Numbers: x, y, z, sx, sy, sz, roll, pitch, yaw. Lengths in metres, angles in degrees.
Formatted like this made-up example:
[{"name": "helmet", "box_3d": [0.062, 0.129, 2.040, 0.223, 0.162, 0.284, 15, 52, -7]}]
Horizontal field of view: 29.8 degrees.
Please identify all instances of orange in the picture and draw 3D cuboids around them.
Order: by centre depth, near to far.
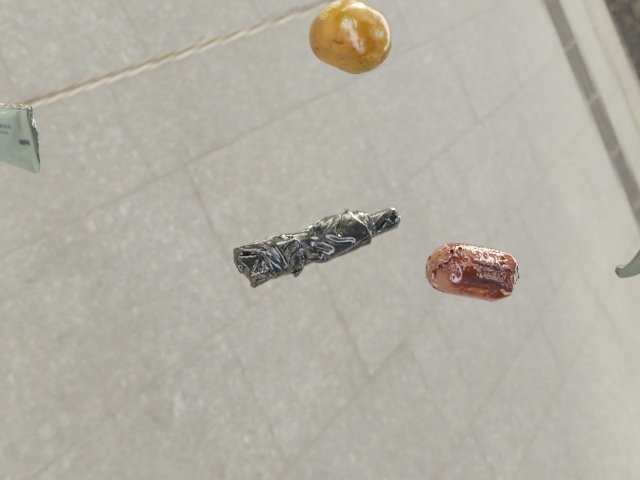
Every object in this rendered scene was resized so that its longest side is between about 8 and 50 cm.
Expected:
[{"name": "orange", "box_3d": [0.030, -0.202, 1.187, 0.083, 0.083, 0.070, 7, 107, -58]}]

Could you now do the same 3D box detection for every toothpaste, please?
[{"name": "toothpaste", "box_3d": [-0.323, -0.104, 1.029, 0.038, 0.233, 0.060, -36, 131, -46]}]

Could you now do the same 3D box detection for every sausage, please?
[{"name": "sausage", "box_3d": [0.206, 0.042, 1.635, 0.141, 0.076, 0.076, 7, 63, -27]}]

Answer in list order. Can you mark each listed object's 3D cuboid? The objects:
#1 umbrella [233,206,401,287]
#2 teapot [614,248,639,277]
[{"name": "umbrella", "box_3d": [0.000, 0.000, 1.596, 0.235, 0.059, 0.066, -21, 68, -19]}, {"name": "teapot", "box_3d": [0.372, 0.072, 1.050, 0.239, 0.149, 0.162, 40, 32, 17]}]
